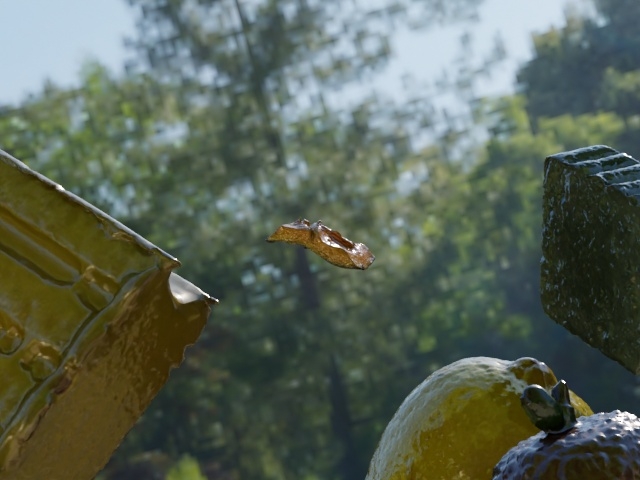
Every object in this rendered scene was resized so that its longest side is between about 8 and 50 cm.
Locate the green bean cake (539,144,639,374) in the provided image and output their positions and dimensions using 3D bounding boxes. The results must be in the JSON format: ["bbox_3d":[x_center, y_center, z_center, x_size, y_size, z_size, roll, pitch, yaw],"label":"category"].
[{"bbox_3d":[0.293,0.012,1.684,0.094,0.185,0.183,-17,28,-22],"label":"green bean cake"}]

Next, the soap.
[{"bbox_3d":[-0.314,0.078,1.617,0.293,0.335,0.156,-57,-28,-8],"label":"soap"}]

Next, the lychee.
[{"bbox_3d":[0.147,0.147,0.963,0.114,0.146,0.114,-17,-3,-1],"label":"lychee"}]

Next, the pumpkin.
[{"bbox_3d":[0.002,0.000,1.603,0.101,0.035,0.073,18,2,16],"label":"pumpkin"}]

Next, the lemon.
[{"bbox_3d":[0.174,0.261,1.834,0.260,0.284,0.260,1,3,0],"label":"lemon"}]
